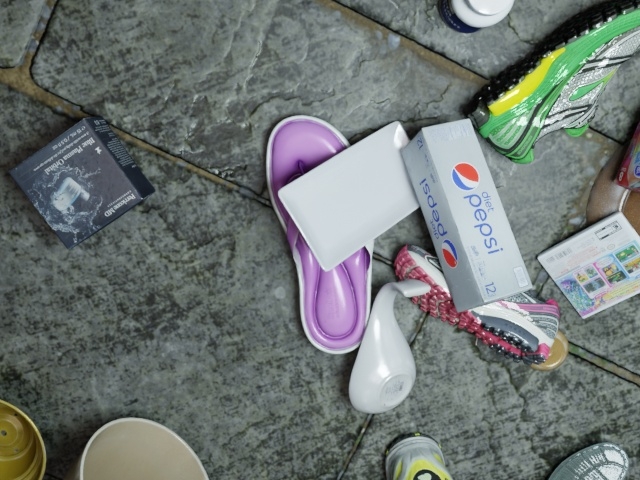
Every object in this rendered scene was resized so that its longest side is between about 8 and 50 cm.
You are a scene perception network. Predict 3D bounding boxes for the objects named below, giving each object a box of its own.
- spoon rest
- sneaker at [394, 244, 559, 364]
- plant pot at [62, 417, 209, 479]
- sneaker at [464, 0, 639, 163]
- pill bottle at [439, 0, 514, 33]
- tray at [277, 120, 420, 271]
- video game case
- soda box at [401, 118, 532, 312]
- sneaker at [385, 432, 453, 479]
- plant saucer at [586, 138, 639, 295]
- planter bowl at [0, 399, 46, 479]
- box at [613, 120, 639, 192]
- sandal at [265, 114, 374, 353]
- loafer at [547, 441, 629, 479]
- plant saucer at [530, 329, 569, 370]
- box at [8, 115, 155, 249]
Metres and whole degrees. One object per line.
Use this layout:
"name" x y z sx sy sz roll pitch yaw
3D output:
"spoon rest" 0.119 0.181 1.194 0.137 0.084 0.276 -6 121 -30
"sneaker" 0.262 0.094 1.189 0.299 0.121 0.112 31 67 0
"plant pot" -0.371 0.490 1.211 0.256 0.256 0.274 44 114 -8
"sneaker" 0.406 -0.260 1.110 0.343 0.134 0.146 -37 106 16
"pill bottle" 0.238 -0.367 1.052 0.094 0.169 0.094 0 101 0
"tray" 0.063 -0.075 1.121 0.270 0.030 0.145 -34 95 -29
"video game case" 0.477 0.044 1.186 0.157 0.019 0.143 -34 101 30
"soda box" 0.226 -0.039 1.099 0.091 0.098 0.286 -15 79 -17
"sneaker" 0.196 0.549 1.254 0.145 0.147 0.385 -16 102 1
"plant saucer" 0.613 -0.042 1.184 0.310 0.050 0.311 0 102 1
"planter bowl" -0.580 0.360 1.242 0.217 0.090 0.217 0 101 1
"box" 0.639 -0.095 1.071 0.300 0.154 0.142 18 102 -5
"sandal" 0.015 -0.004 1.161 0.169 0.102 0.416 -13 101 2
"loafer" 0.454 0.471 1.284 0.267 0.084 0.096 -47 67 5
"plant saucer" 0.405 0.197 1.248 0.083 0.015 0.083 0 102 0
"box" -0.388 -0.097 1.148 0.156 0.093 0.158 -33 101 6
